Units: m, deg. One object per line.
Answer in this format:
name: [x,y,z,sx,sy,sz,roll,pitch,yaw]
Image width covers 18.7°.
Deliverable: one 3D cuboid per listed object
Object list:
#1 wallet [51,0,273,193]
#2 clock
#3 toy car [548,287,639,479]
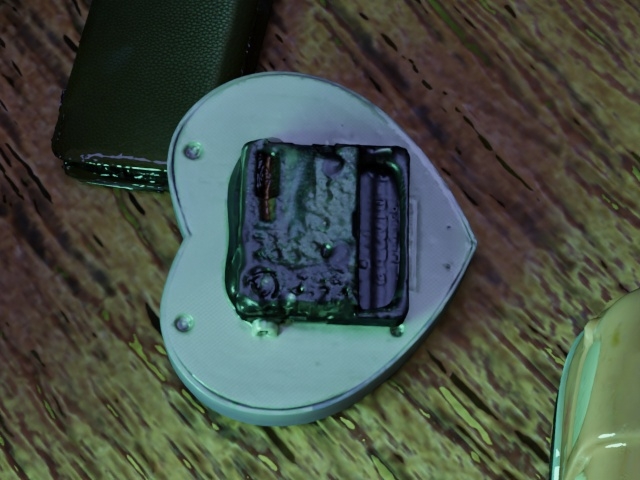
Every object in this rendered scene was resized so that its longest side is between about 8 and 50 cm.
wallet: [-0.087,-0.122,1.162,0.110,0.031,0.198,7,65,11]
clock: [0.000,0.000,1.060,0.172,0.064,0.198,2,72,-1]
toy car: [0.190,0.130,0.902,0.181,0.212,0.270,5,64,10]
